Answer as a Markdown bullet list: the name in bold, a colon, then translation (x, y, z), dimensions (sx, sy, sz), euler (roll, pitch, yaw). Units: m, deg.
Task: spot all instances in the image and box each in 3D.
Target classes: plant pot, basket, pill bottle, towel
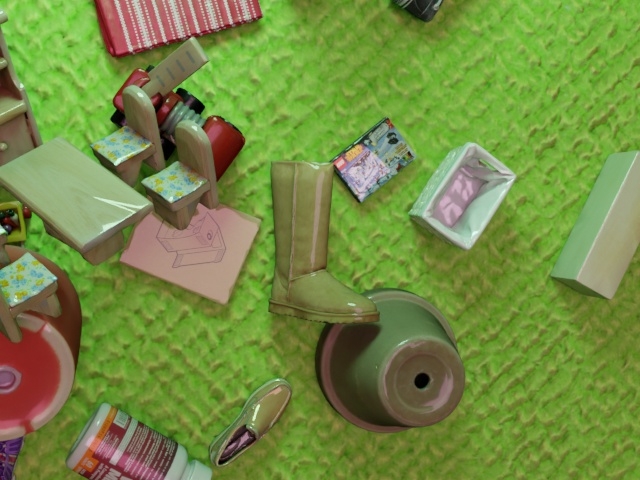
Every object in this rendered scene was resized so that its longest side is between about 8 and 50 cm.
- **plant pot**: translation (-0.484, 0.165, 1.252), dimensions (0.275, 0.243, 0.275), euler (-6, 105, -23)
- **basket**: translation (0.252, -0.079, 1.502), dimensions (0.113, 0.103, 0.167), euler (35, 85, -11)
- **pill bottle**: translation (-0.301, 0.375, 1.389), dimensions (0.221, 0.121, 0.121), euler (33, 85, -11)
- **towel**: translation (-0.256, -0.438, 1.421), dimensions (0.275, 0.031, 0.198), euler (-18, 93, -13)
- **plant pot**: translation (0.142, 0.220, 1.425), dimensions (0.263, 0.229, 0.263), euler (0, 92, -13)

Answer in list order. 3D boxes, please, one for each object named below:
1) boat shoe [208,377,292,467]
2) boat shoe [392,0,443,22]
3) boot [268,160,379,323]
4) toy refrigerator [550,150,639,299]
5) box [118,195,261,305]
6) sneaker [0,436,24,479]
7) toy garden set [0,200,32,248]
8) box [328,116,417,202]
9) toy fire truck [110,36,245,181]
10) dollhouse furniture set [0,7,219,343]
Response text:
- **boat shoe**: translation (-0.116, 0.324, 1.451), dimensions (0.068, 0.072, 0.190), euler (41, 83, -10)
- **boat shoe**: translation (0.244, -0.537, 1.483), dimensions (0.105, 0.113, 0.306), euler (30, 88, -18)
- **boot**: translation (0.000, 0.000, 1.404), dimensions (0.089, 0.236, 0.269), euler (0, 94, -55)
- **toy refrigerator**: translation (0.552, -0.027, 1.569), dimensions (0.094, 0.102, 0.269), euler (29, 85, -12)
- **box**: translation (-0.226, 0.000, 1.445), dimensions (0.201, 0.021, 0.164), euler (23, 87, -11)
- **sneaker**: translation (-0.527, 0.359, 1.366), dimensions (0.068, 0.071, 0.169), euler (4, 90, -12)
- **toy garden set**: translation (-0.571, 0.048, 1.357), dimensions (0.204, 0.049, 0.244), euler (-7, 93, -12)
- **box**: translation (0.095, -0.146, 1.505), dimensions (0.137, 0.027, 0.094), euler (-39, 100, -9)
- **toy fire truck**: translation (-0.214, -0.207, 1.325), dimensions (0.217, 0.246, 0.158), euler (37, 85, -11)
- **dollhouse furniture set**: translation (-0.410, -0.134, 1.169), dimensions (0.394, 0.256, 0.362), euler (33, 55, 30)
